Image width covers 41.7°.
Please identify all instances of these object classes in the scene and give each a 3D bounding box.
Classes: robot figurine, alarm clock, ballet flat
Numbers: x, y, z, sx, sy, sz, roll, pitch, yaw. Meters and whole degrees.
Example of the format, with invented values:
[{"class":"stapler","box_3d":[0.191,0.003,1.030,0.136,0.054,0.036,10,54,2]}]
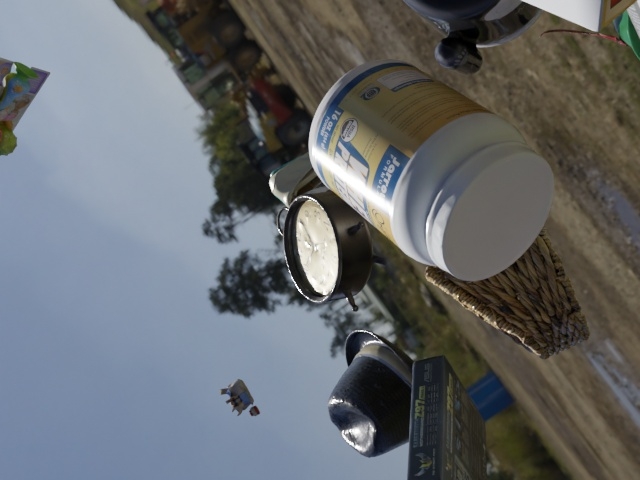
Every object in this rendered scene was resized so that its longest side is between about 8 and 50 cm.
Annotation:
[{"class":"robot figurine","box_3d":[0.175,-0.326,0.987,0.173,0.209,0.278,49,-162,15]},{"class":"alarm clock","box_3d":[0.000,0.000,1.011,0.192,0.064,0.129,29,123,49]},{"class":"ballet flat","box_3d":[0.022,-0.139,1.483,0.086,0.248,0.086,47,-161,-23]}]

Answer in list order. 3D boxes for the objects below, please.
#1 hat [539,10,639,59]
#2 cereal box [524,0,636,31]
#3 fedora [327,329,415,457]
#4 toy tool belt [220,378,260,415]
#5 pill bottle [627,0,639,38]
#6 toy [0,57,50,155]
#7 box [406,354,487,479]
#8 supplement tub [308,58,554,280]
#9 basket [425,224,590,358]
[{"class":"hat","box_3d":[0.588,-0.413,1.623,0.208,0.173,0.183,33,171,-25]},{"class":"cereal box","box_3d":[0.035,-0.198,0.255,0.173,0.047,0.240,37,156,34]},{"class":"fedora","box_3d":[0.110,0.343,1.731,0.334,0.152,0.334,43,154,28]},{"class":"toy tool belt","box_3d":[-0.159,0.316,1.646,0.083,0.051,0.052,58,-179,17]},{"class":"pill bottle","box_3d":[0.571,-0.377,1.322,0.283,0.161,0.161,45,-172,-39]},{"class":"toy","box_3d":[-0.519,-0.171,1.335,0.056,0.237,0.137,36,-168,16]},{"class":"box","box_3d":[0.196,0.320,1.276,0.183,0.059,0.232,57,-153,-34]},{"class":"supplement tub","box_3d":[0.096,-0.066,0.760,0.200,0.144,0.144,43,172,44]},{"class":"basket","box_3d":[0.342,0.122,1.515,0.299,0.223,0.213,32,-144,-73]}]
